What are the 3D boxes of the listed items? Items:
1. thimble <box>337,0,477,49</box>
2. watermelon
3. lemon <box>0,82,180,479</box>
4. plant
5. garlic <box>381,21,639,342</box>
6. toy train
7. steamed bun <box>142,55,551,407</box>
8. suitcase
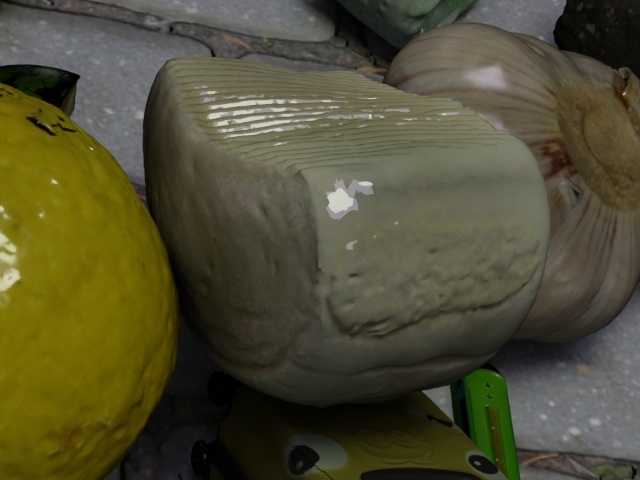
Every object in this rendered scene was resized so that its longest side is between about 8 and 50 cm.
[{"bbox_3d":[0.101,-0.306,1.648,0.149,0.185,0.211,40,19,10],"label":"thimble"},{"bbox_3d":[-0.284,-0.114,1.397,0.193,0.145,0.137,-19,68,-29],"label":"watermelon"},{"bbox_3d":[-0.287,0.064,1.148,0.350,0.350,0.387,34,55,7],"label":"lemon"},{"bbox_3d":[0.387,-0.190,1.644,0.199,0.188,0.276,-27,67,-31],"label":"plant"},{"bbox_3d":[0.179,-0.052,1.444,0.322,0.241,0.322,18,40,-16],"label":"garlic"},{"bbox_3d":[0.149,0.180,1.389,0.044,0.042,0.209,6,54,-15],"label":"toy train"},{"bbox_3d":[-0.002,0.003,1.216,0.247,0.236,0.383,-3,19,-26],"label":"steamed bun"},{"bbox_3d":[0.022,0.204,1.232,0.194,0.143,0.235,5,22,-30],"label":"suitcase"}]
